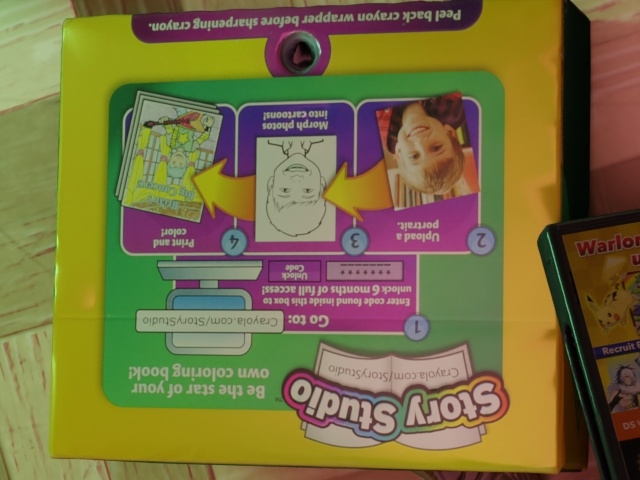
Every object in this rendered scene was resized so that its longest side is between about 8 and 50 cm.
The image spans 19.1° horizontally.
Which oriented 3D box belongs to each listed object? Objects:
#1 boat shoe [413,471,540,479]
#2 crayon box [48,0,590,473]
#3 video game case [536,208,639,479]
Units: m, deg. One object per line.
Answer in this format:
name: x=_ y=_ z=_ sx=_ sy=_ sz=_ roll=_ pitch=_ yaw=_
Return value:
boat shoe: x=0.087 y=0.151 z=1.367 sx=0.153 sy=0.048 sz=0.056 roll=21 pitch=90 yaw=8
crayon box: x=0.000 y=0.000 z=1.318 sx=0.363 sy=0.106 sz=0.313 roll=0 pitch=87 yaw=18
video game case: x=0.296 y=0.087 z=1.184 sx=0.275 sy=0.035 sz=0.248 roll=-9 pitch=70 yaw=-10
